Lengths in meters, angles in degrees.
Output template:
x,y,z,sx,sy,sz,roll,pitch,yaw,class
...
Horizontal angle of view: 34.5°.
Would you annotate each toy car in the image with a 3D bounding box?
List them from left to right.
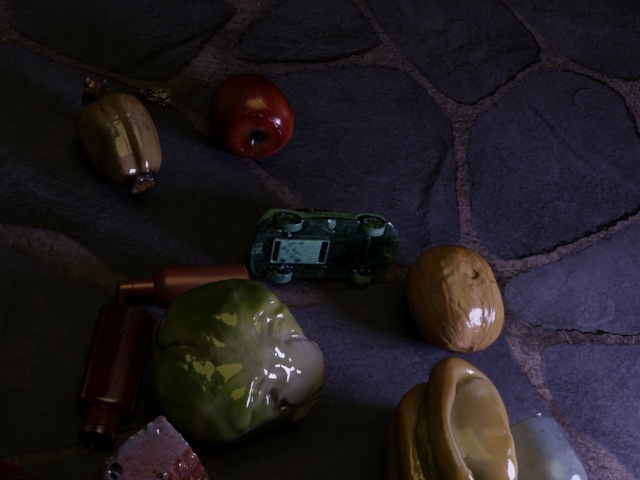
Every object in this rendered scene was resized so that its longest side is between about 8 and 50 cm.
x,y,z,sx,sy,sz,roll,pitch,yaw,class
0.000,0.000,2.055,0.306,0.136,0.125,0,30,-22,toy car

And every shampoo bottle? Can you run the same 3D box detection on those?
x,y,z,sx,sy,sz,roll,pitch,yaw,class
-0.356,0.230,1.766,0.102,0.064,0.260,16,48,-11,shampoo bottle
-0.256,0.089,1.915,0.244,0.085,0.085,-4,53,-21,shampoo bottle

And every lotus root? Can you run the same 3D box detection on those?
x,y,z,sx,sy,sz,roll,pitch,yaw,class
-0.406,-0.203,2.071,0.154,0.140,0.257,-26,68,-3,lotus root

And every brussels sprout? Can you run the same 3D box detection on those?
x,y,z,sx,sy,sz,roll,pitch,yaw,class
-0.145,0.197,1.751,0.317,0.242,0.273,-13,63,-33,brussels sprout

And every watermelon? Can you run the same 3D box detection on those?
x,y,z,sx,sy,sz,roll,pitch,yaw,class
-0.262,0.358,1.562,0.140,0.256,0.193,39,56,15,watermelon

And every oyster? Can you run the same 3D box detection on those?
x,y,z,sx,sy,sz,roll,pitch,yaw,class
-0.360,-0.321,2.267,0.083,0.019,0.054,5,50,-17,oyster

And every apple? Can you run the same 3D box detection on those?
x,y,z,sx,sy,sz,roll,pitch,yaw,class
-0.146,-0.265,2.195,0.181,0.181,0.168,11,47,-11,apple

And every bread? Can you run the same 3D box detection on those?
x,y,z,sx,sy,sz,roll,pitch,yaw,class
0.214,0.368,1.735,0.211,0.270,0.315,-5,58,-6,bread

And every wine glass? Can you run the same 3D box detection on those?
x,y,z,sx,sy,sz,roll,pitch,yaw,class
0.420,0.465,1.800,0.143,0.143,0.321,-3,52,-22,wine glass

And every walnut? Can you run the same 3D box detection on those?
x,y,z,sx,sy,sz,roll,pitch,yaw,class
0.262,0.114,2.016,0.193,0.193,0.225,1,51,-20,walnut

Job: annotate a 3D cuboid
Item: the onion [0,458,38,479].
x,y,z,sx,sy,sz,roll,pitch,yaw,class
-0.493,0.408,1.496,0.230,0.163,0.230,13,39,-10,onion
